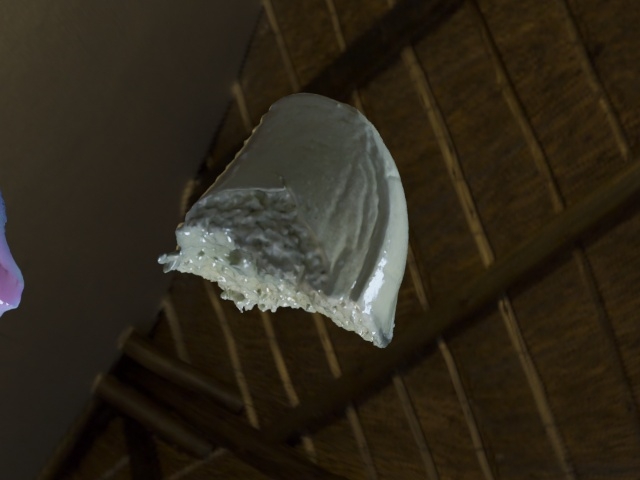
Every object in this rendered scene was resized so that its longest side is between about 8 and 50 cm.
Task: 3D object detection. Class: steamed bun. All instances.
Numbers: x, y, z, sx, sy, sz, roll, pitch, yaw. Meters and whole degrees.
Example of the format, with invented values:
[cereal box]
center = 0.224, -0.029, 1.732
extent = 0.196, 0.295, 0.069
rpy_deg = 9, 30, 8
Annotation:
[steamed bun]
center = 0.000, 0.000, 1.402
extent = 0.272, 0.290, 0.273
rpy_deg = 34, -98, 2

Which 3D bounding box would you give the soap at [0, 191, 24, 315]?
[soap]
center = -0.388, -0.035, 1.033
extent = 0.324, 0.109, 0.193
rpy_deg = 33, -112, 31
